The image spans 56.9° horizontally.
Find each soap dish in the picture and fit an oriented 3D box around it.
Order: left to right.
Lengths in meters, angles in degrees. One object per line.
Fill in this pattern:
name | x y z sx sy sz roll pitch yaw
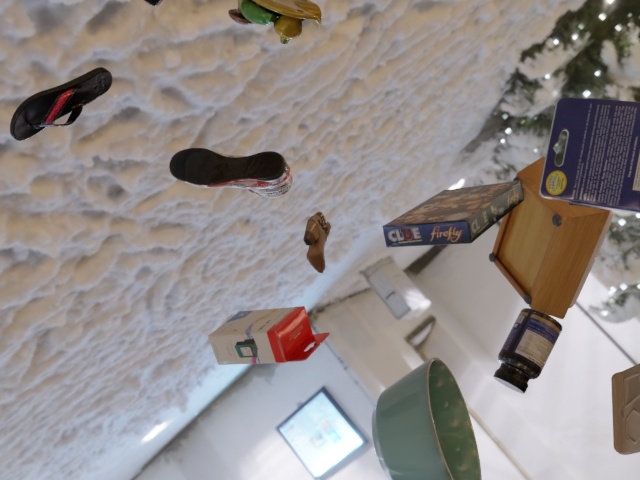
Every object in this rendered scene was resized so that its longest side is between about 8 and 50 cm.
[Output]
soap dish | 0.491 -0.004 1.297 0.118 0.228 0.290 -6 127 -15

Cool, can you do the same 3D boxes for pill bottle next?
pill bottle | 0.575 0.309 1.654 0.219 0.123 0.123 -59 171 -11

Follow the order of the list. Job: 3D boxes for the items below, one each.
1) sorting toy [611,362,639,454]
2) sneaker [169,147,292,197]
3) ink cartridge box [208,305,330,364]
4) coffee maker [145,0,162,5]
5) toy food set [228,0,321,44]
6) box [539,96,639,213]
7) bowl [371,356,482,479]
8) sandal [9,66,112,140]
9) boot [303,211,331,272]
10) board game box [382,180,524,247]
sorting toy | 0.715 0.360 1.289 0.208 0.038 0.192 111 -8 -63
sneaker | -0.197 -0.147 1.354 0.270 0.090 0.145 1 168 10
ink cartridge box | -0.112 0.208 1.303 0.231 0.077 0.134 -9 -165 29
coffee maker | -0.250 -0.488 1.005 0.178 0.171 0.120 -29 -157 33
toy food set | -0.094 -0.392 1.003 0.128 0.218 0.071 -18 139 -44
box | 0.399 -0.101 0.729 0.036 0.226 0.136 5 96 -70
bowl | 0.219 0.423 1.283 0.163 0.311 0.312 -19 176 22
sandal | -0.391 -0.207 0.906 0.179 0.040 0.067 -40 167 -24
boot | 0.000 0.000 1.279 0.087 0.042 0.118 -59 142 -41
board game box | 0.246 -0.050 1.077 0.165 0.042 0.243 -4 -163 40
